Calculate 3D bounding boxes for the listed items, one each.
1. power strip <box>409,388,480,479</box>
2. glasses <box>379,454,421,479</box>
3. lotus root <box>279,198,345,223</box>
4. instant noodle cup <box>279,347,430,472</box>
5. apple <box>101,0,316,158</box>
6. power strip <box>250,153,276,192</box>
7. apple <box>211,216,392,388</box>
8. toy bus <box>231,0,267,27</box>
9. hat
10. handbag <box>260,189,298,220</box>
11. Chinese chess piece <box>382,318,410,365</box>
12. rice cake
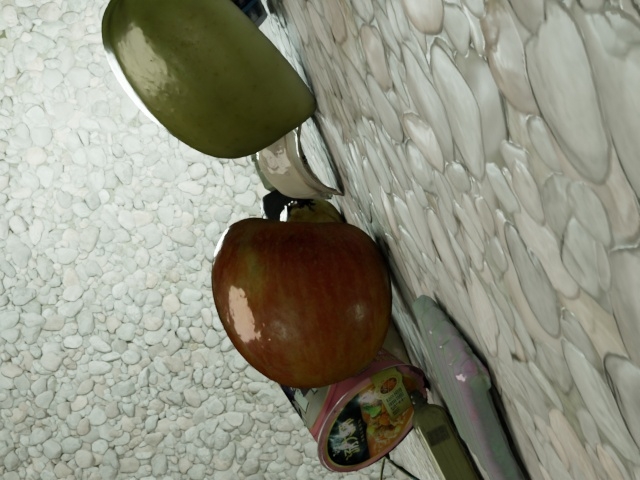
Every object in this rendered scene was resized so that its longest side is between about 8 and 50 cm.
[{"bbox_3d":[0.242,0.415,1.240,0.387,0.066,0.092,62,177,21],"label":"power strip"},{"bbox_3d":[0.179,0.407,1.449,0.102,0.207,0.239,-48,62,46],"label":"glasses"},{"bbox_3d":[0.000,0.000,1.602,0.214,0.138,0.138,55,180,-17],"label":"lotus root"},{"bbox_3d":[0.028,0.247,1.387,0.255,0.244,0.244,42,160,43],"label":"instant noodle cup"},{"bbox_3d":[-0.197,-0.311,1.278,0.360,0.320,0.311,43,-146,-29],"label":"apple"},{"bbox_3d":[-0.104,-0.166,2.088,0.106,0.043,0.367,65,-169,10],"label":"power strip"},{"bbox_3d":[-0.029,0.099,1.231,0.301,0.302,0.301,156,90,-87],"label":"apple"},{"bbox_3d":[-0.228,-0.435,1.368,0.297,0.106,0.131,25,157,43],"label":"toy bus"},{"bbox_3d":[-0.057,-0.145,1.428,0.226,0.164,0.219,-65,-45,-69],"label":"hat"},{"bbox_3d":[-0.050,0.000,1.961,0.181,0.181,0.254,84,164,-54],"label":"handbag"},{"bbox_3d":[0.103,0.206,1.601,0.250,0.103,0.249,157,90,-86],"label":"Chinese chess piece"},{"bbox_3d":[0.172,0.184,0.891,0.189,0.037,0.198,-120,7,-65],"label":"rice cake"}]
